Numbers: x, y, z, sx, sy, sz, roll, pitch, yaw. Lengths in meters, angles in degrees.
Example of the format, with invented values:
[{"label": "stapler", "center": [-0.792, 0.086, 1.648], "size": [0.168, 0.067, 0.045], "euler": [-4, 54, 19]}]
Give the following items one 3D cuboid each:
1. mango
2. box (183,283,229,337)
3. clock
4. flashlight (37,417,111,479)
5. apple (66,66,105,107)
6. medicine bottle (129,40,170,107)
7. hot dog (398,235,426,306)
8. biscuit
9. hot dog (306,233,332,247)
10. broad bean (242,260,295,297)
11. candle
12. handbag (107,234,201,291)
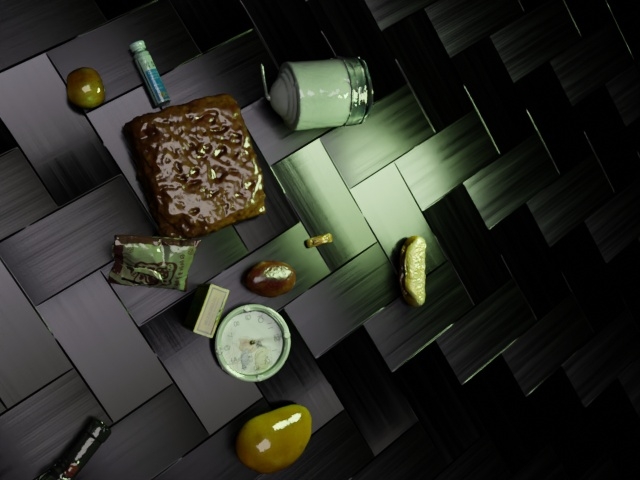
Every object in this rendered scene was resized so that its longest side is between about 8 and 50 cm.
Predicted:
[{"label": "mango", "center": [-0.133, 0.605, 1.925], "size": [0.254, 0.139, 0.175], "euler": [-12, 99, -28]}, {"label": "box", "center": [-0.330, 0.197, 1.823], "size": [0.064, 0.220, 0.141], "euler": [22, 79, -19]}, {"label": "clock", "center": [-0.211, 0.312, 1.953], "size": [0.236, 0.053, 0.236], "euler": [2, 84, -21]}, {"label": "flashlight", "center": [-0.670, 0.599, 1.744], "size": [0.093, 0.093, 0.232], "euler": [43, 73, -14]}, {"label": "apple", "center": [-0.661, -0.429, 1.789], "size": [0.102, 0.099, 0.114], "euler": [-14, 96, -19]}, {"label": "medicine bottle", "center": [-0.503, -0.490, 1.879], "size": [0.051, 0.051, 0.191], "euler": [-25, 97, -20]}, {"label": "hot dog", "center": [0.306, 0.103, 2.150], "size": [0.073, 0.084, 0.242], "euler": [3, 87, -17]}, {"label": "biscuit", "center": [-0.355, -0.215, 1.863], "size": [0.343, 0.166, 0.395], "euler": [-21, 94, -23]}, {"label": "hot dog", "center": [0.000, 0.000, 2.060], "size": [0.090, 0.034, 0.030], "euler": [-16, 94, -22]}, {"label": "broad bean", "center": [-0.155, 0.120, 1.971], "size": [0.165, 0.084, 0.114], "euler": [10, 100, -27]}, {"label": "candle", "center": [-0.017, -0.453, 1.981], "size": [0.342, 0.221, 0.221], "euler": [-10, 91, -18]}, {"label": "handbag", "center": [-0.472, 0.068, 1.800], "size": [0.235, 0.213, 0.127], "euler": [3, 47, -23]}]
